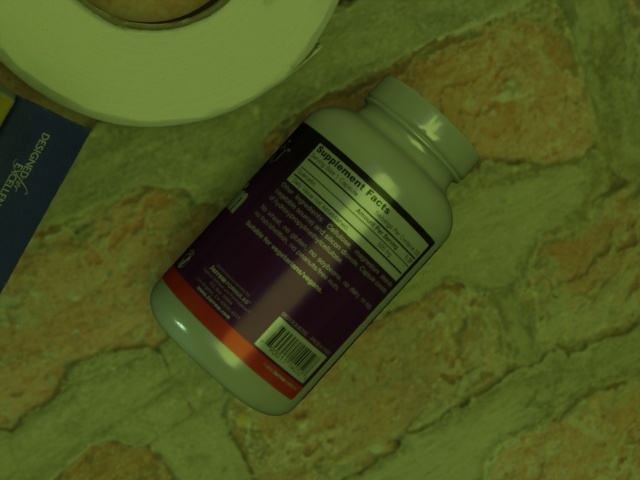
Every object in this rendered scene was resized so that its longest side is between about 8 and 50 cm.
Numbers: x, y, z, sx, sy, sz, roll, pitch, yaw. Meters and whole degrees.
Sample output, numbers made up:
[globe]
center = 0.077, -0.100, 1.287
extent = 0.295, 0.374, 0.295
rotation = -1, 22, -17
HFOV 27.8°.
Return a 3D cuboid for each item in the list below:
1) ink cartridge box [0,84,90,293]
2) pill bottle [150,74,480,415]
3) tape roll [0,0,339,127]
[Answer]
[ink cartridge box]
center = -0.368, -0.013, 0.981
extent = 0.307, 0.072, 0.303
rotation = 27, 97, -30
[pill bottle]
center = 0.000, 0.000, 1.247
extent = 0.181, 0.181, 0.323
rotation = 43, 89, -16
[tape roll]
center = -0.159, -0.300, 1.212
extent = 0.392, 0.072, 0.392
rotation = -2, 101, -13
